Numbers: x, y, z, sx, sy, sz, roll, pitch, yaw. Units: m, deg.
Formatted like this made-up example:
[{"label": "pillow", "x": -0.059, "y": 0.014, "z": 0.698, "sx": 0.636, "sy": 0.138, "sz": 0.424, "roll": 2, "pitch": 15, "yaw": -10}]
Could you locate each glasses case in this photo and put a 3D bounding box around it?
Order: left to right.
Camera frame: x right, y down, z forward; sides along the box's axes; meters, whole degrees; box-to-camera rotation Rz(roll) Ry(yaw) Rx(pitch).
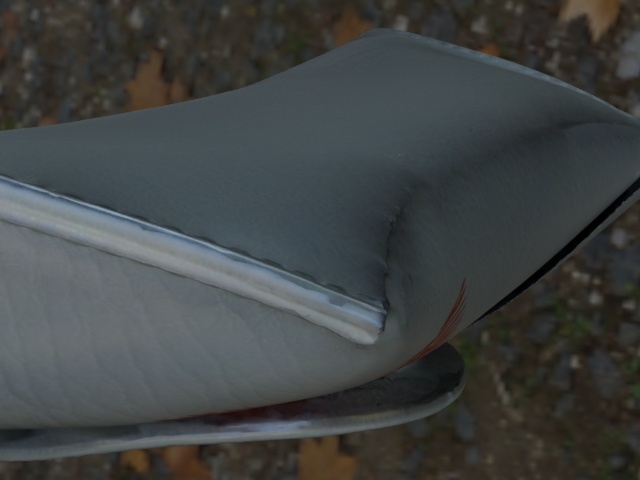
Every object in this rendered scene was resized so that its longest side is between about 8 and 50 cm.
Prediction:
[{"label": "glasses case", "x": 0.002, "y": 0.000, "z": 0.454, "sx": 0.128, "sy": 0.308, "sz": 0.083, "roll": 11, "pitch": 104, "yaw": 21}]
